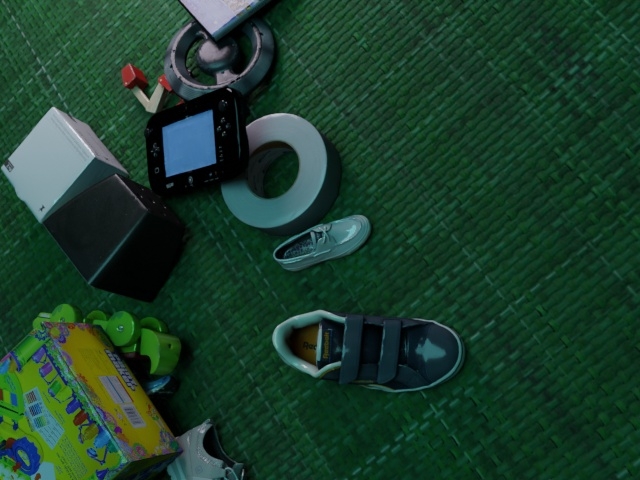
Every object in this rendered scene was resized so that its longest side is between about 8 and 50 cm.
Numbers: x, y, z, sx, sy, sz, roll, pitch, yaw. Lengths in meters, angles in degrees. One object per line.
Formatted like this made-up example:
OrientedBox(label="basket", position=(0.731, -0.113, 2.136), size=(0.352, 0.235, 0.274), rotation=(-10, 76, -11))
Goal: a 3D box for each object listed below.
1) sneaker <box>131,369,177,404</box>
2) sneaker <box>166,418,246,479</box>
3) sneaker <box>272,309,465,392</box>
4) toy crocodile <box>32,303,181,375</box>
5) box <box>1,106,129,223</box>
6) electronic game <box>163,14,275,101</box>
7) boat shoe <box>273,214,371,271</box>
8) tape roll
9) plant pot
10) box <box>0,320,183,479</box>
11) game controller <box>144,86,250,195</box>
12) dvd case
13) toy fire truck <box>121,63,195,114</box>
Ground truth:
OrientedBox(label="sneaker", position=(-0.347, 0.276, 1.611), size=(0.162, 0.063, 0.073), rotation=(-18, 67, 20))
OrientedBox(label="sneaker", position=(-0.171, 0.434, 1.464), size=(0.115, 0.105, 0.281), rotation=(-43, 63, 10))
OrientedBox(label="sneaker", position=(0.071, 0.183, 1.406), size=(0.321, 0.127, 0.126), rotation=(-3, 75, 23))
OrientedBox(label="toy crocodile", position=(-0.411, 0.186, 1.632), size=(0.340, 0.115, 0.105), rotation=(5, 80, 26))
OrientedBox(label="box", position=(-0.531, -0.142, 1.769), size=(0.182, 0.119, 0.181), rotation=(-47, 64, 8))
OrientedBox(label="electronic game", position=(-0.201, -0.366, 1.693), size=(0.229, 0.048, 0.229), rotation=(-4, 65, 9))
OrientedBox(label="boat shoe", position=(0.000, 0.000, 1.517), size=(0.184, 0.063, 0.066), rotation=(-18, 70, 20))
OrientedBox(label="tape roll", position=(-0.074, -0.121, 1.578), size=(0.219, 0.072, 0.219), rotation=(-6, 75, 23))
OrientedBox(label="plant pot", position=(-0.375, -0.016, 1.627), size=(0.167, 0.187, 0.188), rotation=(-49, 63, 6))
OrientedBox(label="box", position=(-0.450, 0.339, 1.471), size=(0.279, 0.177, 0.290), rotation=(-41, 71, 10))
OrientedBox(label="game controller", position=(-0.239, -0.181, 1.611), size=(0.319, 0.067, 0.166), rotation=(-8, 77, 49))
OrientedBox(label="dvd case", position=(-0.162, -0.529, 1.715), size=(0.253, 0.022, 0.180), rotation=(-38, 63, -4))
OrientedBox(label="toy fire truck", position=(-0.323, -0.304, 1.753), size=(0.135, 0.047, 0.192), rotation=(-32, 67, 15))
